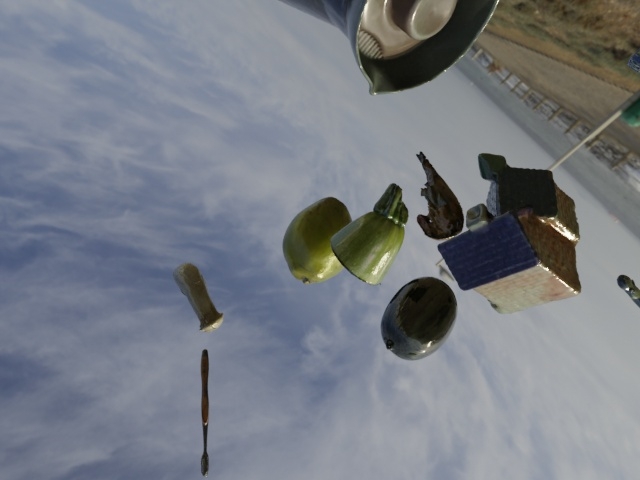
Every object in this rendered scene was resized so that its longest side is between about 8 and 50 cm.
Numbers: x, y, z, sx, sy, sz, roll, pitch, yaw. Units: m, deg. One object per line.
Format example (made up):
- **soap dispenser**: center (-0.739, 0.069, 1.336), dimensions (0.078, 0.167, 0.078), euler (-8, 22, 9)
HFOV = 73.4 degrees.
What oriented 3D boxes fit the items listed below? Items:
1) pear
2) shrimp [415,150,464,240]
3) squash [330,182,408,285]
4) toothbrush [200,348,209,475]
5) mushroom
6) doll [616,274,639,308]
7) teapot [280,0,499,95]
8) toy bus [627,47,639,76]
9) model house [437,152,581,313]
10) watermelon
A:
- **pear**: center (0.000, 0.000, 1.275), dimensions (0.212, 0.212, 0.269), euler (29, -109, -25)
- **shrimp**: center (0.286, -0.122, 1.131), dimensions (0.066, 0.117, 0.262), euler (62, -176, -67)
- **squash**: center (0.093, -0.015, 0.635), dimensions (0.105, 0.132, 0.105), euler (33, -157, -16)
- **toothbrush**: center (-0.311, 0.454, 1.154), dimensions (0.023, 0.031, 0.321), euler (-1, -118, -13)
- **mushroom**: center (-0.348, 0.161, 1.232), dimensions (0.081, 0.092, 0.223), euler (-23, -121, -26)
- **doll**: center (0.772, 0.131, 1.052), dimensions (0.125, 0.027, 0.037), euler (44, -124, -6)
- **teapot**: center (0.056, -0.387, 0.528), dimensions (0.253, 0.300, 0.344), euler (-4, -128, -44)
- **toy bus**: center (0.810, -0.402, 1.012), dimensions (0.153, 0.061, 0.051), euler (43, -165, 24)
- **model house**: center (0.430, -0.030, 1.013), dimensions (0.280, 0.245, 0.313), euler (28, -124, -25)
- **watermelon**: center (0.111, 0.088, 0.485), dimensions (0.078, 0.078, 0.110), euler (44, -123, 2)
